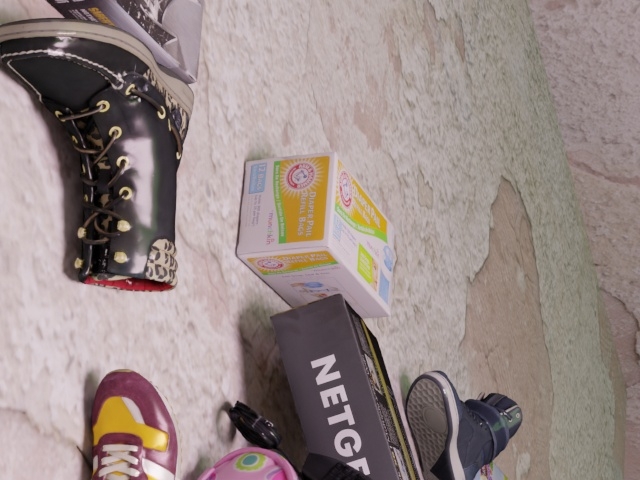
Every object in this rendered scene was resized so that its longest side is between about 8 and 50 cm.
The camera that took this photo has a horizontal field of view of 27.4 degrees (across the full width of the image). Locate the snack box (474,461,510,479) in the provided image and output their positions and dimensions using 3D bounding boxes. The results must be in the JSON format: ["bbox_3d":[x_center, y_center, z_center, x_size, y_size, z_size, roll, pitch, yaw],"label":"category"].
[{"bbox_3d":[0.239,0.425,1.988,0.207,0.070,0.174,50,38,-59],"label":"snack box"}]

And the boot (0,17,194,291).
[{"bbox_3d":[-0.168,-0.061,1.016,0.236,0.085,0.178,28,61,-66],"label":"boot"}]

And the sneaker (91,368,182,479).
[{"bbox_3d":[-0.149,0.195,1.021,0.084,0.070,0.185,-25,107,-74],"label":"sneaker"}]

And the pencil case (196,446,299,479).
[{"bbox_3d":[-0.037,0.327,1.221,0.124,0.124,0.284,-71,148,-48],"label":"pencil case"}]

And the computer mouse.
[{"bbox_3d":[-0.009,0.202,1.200,0.041,0.242,0.071,-37,130,-18],"label":"computer mouse"}]

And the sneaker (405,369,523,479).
[{"bbox_3d":[0.205,0.237,1.844,0.163,0.086,0.226,-37,134,-31],"label":"sneaker"}]

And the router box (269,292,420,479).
[{"bbox_3d":[0.049,0.230,1.351,0.243,0.081,0.309,56,17,-71],"label":"router box"}]

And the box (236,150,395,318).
[{"bbox_3d":[0.000,0.000,1.416,0.203,0.103,0.114,47,42,-59],"label":"box"}]

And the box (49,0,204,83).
[{"bbox_3d":[-0.160,-0.272,1.129,0.183,0.056,0.231,43,46,-60],"label":"box"}]
